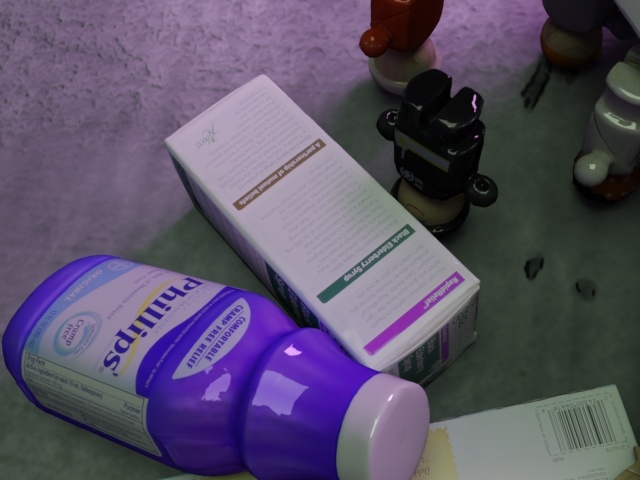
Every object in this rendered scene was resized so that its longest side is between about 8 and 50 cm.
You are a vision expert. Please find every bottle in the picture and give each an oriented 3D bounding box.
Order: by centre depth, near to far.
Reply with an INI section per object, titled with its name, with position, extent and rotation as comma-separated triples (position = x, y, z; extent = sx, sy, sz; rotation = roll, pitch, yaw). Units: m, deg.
[bottle]
position = -0.071, 0.084, 0.543
extent = 0.283, 0.092, 0.118
rotation = 12, 47, 34

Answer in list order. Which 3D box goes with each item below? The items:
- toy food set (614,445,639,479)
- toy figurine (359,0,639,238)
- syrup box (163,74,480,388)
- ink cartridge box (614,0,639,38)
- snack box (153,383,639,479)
[toy food set]
position = 0.178, 0.180, 0.471
extent = 0.078, 0.019, 0.122
rotation = 31, 60, 20
[toy figurine]
position = 0.138, -0.116, 0.636
extent = 0.210, 0.148, 0.213
rotation = -7, 59, -1
[syrup box]
position = 0.000, 0.000, 0.618
extent = 0.096, 0.093, 0.237
rotation = -37, 63, -11
[ink cartridge box]
position = 0.358, -0.238, 0.568
extent = 0.385, 0.160, 0.279
rotation = -8, 59, -24
[snack box]
position = 0.046, 0.212, 0.518
extent = 0.322, 0.060, 0.187
rotation = -12, 60, 2
